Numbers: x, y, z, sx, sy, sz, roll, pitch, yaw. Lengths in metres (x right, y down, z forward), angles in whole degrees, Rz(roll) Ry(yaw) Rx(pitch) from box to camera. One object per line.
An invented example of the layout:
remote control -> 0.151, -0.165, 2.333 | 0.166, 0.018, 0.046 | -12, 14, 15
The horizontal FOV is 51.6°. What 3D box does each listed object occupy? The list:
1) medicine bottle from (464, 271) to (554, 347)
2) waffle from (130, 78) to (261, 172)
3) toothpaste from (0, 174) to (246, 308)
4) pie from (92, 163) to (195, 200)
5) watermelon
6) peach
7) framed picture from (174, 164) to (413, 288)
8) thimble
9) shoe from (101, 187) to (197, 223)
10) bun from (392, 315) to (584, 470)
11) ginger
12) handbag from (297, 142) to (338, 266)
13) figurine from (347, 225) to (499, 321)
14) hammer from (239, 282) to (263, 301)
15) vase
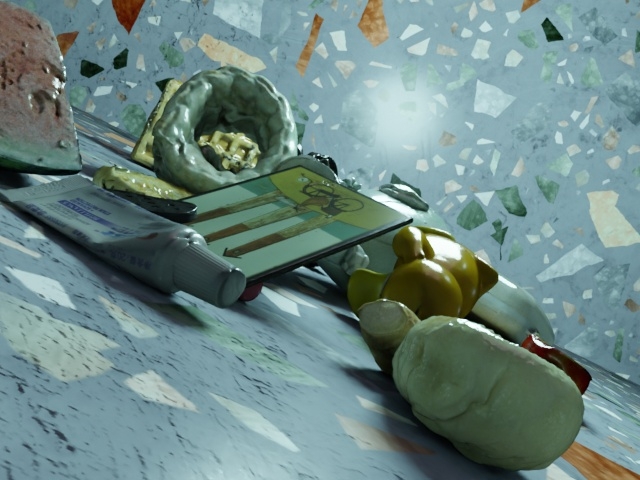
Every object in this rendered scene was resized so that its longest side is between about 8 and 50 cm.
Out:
medicine bottle -> 0.426, 0.168, 1.611 | 0.282, 0.123, 0.375 | 31, -5, 35
waffle -> -0.324, -0.271, 1.920 | 0.376, 0.261, 0.114 | 25, -1, -20
toothpaste -> -0.196, -0.008, 0.684 | 0.282, 0.068, 0.099 | 27, -3, 24
pie -> -0.246, -0.058, 1.105 | 0.274, 0.055, 0.274 | 26, 4, -2
watermelon -> -0.401, -0.194, 0.836 | 0.213, 0.201, 0.261 | 12, 17, -43
peach -> 0.414, 0.243, 1.194 | 0.127, 0.092, 0.172 | 34, -4, 31
framed picture -> -0.073, -0.027, 0.883 | 0.324, 0.013, 0.244 | -20, 35, -37
thimble -> -0.191, -0.182, 1.325 | 0.291, 0.291, 0.195 | 26, -25, 0
shoe -> -0.232, -0.026, 0.796 | 0.179, 0.049, 0.071 | 9, 19, 17
bun -> 0.149, 0.149, 0.633 | 0.188, 0.111, 0.164 | 25, -14, 28
ginger -> 0.121, 0.132, 0.758 | 0.190, 0.095, 0.069 | 25, 24, 0
handbag -> -0.047, -0.091, 1.495 | 0.113, 0.257, 0.285 | -11, 22, -24
figurine -> 0.164, 0.074, 1.027 | 0.228, 0.215, 0.215 | -19, 35, -39
hammer -> -0.103, 0.042, 0.803 | 0.043, 0.043, 0.083 | 23, 6, -45
vase -> 0.074, -0.002, 1.216 | 0.250, 0.250, 0.445 | 29, 5, 40
